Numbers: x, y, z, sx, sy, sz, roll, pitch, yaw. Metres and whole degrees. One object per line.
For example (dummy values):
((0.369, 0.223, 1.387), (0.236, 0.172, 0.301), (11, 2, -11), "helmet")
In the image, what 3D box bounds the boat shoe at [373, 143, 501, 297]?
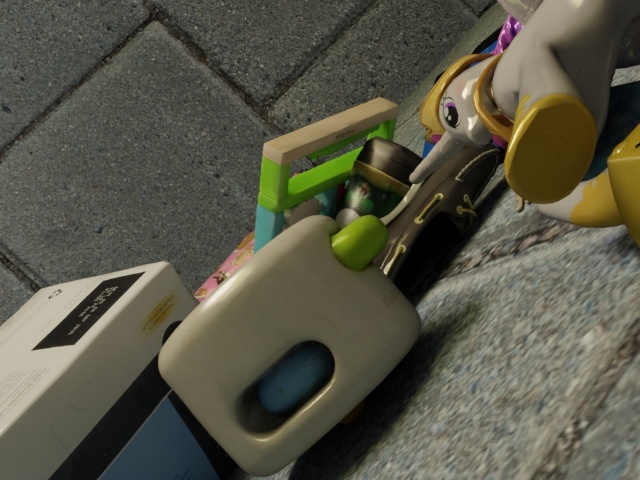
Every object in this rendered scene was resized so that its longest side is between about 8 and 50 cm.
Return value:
((0.115, -0.018, 0.898), (0.228, 0.068, 0.081), (-45, -37, -17), "boat shoe")

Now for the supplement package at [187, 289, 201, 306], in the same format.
((-0.195, 0.169, 1.237), (0.149, 0.194, 0.203), (-46, 5, -5), "supplement package")

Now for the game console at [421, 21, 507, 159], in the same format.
((0.268, -0.189, 1.173), (0.293, 0.173, 0.250), (155, 127, -77), "game console")

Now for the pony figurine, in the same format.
((0.180, -0.171, 0.578), (0.351, 0.303, 0.363), (-61, 10, 6), "pony figurine")

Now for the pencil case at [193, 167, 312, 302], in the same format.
((-0.097, 0.050, 1.584), (0.160, 0.167, 0.386), (23, 64, 44), "pencil case")

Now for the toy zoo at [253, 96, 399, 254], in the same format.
((0.000, 0.000, 1.001), (0.192, 0.030, 0.293), (-28, -43, -42), "toy zoo")

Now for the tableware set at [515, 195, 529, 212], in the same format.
((0.218, -0.090, 0.836), (0.104, 0.024, 0.154), (-43, 6, 30), "tableware set")

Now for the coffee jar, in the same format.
((0.052, -0.015, 0.955), (0.096, 0.079, 0.184), (23, -84, -51), "coffee jar")

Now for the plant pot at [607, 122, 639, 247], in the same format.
((0.174, -0.024, 0.379), (0.081, 0.083, 0.081), (-47, 6, -1), "plant pot")

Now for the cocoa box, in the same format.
((-0.262, 0.221, 0.893), (0.231, 0.228, 0.347), (-12, 27, 37), "cocoa box")

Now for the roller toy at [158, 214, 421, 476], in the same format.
((-0.020, 0.090, 0.723), (0.191, 0.146, 0.209), (-39, -5, -33), "roller toy")
